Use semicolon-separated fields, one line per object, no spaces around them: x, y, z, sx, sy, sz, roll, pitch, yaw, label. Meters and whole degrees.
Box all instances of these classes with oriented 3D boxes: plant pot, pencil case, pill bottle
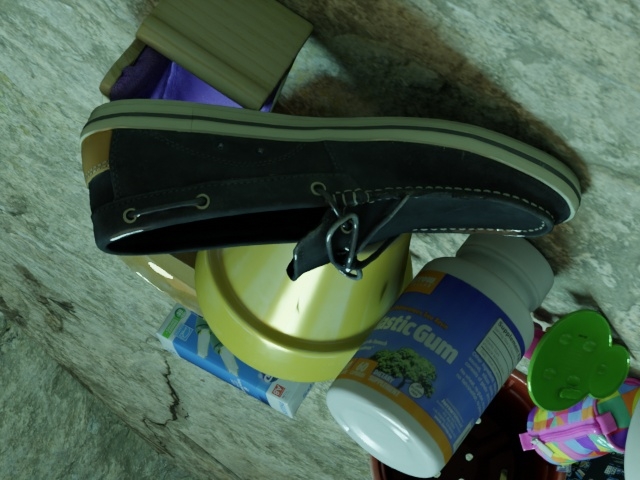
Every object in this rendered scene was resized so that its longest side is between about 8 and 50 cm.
-0.171;0.043;1.957;0.236;0.032;0.236;30;165;9;plant pot
0.346;0.237;1.972;0.104;0.104;0.236;34;159;-5;pencil case
0.000;0.000;1.753;0.254;0.254;0.239;32;146;3;plant pot
0.141;0.115;1.704;0.152;0.272;0.152;32;157;16;pill bottle
0.201;0.320;2.219;0.272;0.272;0.265;31;170;6;plant pot

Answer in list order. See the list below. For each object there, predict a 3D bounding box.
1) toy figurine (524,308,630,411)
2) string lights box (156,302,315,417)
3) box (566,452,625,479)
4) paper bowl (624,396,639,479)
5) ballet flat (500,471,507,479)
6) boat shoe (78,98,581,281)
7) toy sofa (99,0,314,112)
0.263;0.117;1.845;0.173;0.130;0.159;16;-169;-40;toy figurine
-0.125;0.172;2.547;0.259;0.133;0.077;26;160;18;string lights box
0.407;0.374;2.117;0.220;0.175;0.051;10;152;49;box
0.406;0.205;1.496;0.148;0.284;0.284;15;155;45;paper bowl
0.312;0.449;2.673;0.073;0.080;0.232;55;171;28;ballet flat
0.008;-0.035;1.521;0.500;0.156;0.187;4;162;-4;boat shoe
-0.138;-0.143;1.677;0.150;0.177;0.362;33;161;-1;toy sofa
